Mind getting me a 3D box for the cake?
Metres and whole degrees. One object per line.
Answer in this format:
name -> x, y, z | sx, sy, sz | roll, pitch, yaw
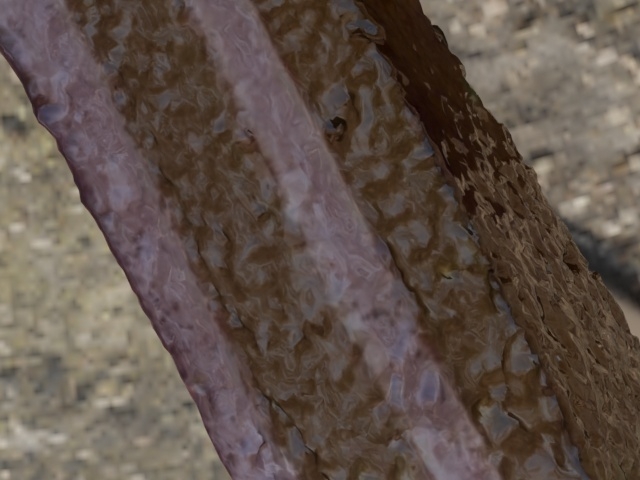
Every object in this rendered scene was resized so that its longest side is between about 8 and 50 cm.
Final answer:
cake -> 0.000, 0.000, 0.574 | 0.116, 0.295, 0.113 | -34, -179, 20
